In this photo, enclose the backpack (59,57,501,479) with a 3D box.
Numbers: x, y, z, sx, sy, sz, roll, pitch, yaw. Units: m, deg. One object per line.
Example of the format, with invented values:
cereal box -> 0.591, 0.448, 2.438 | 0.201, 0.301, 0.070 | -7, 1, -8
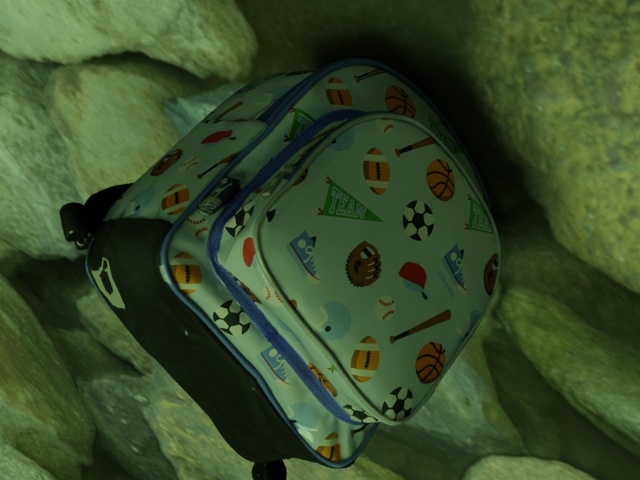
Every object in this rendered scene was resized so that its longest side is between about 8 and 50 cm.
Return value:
backpack -> 0.000, 0.000, 1.189 | 0.213, 0.263, 0.276 | -4, 131, 43
